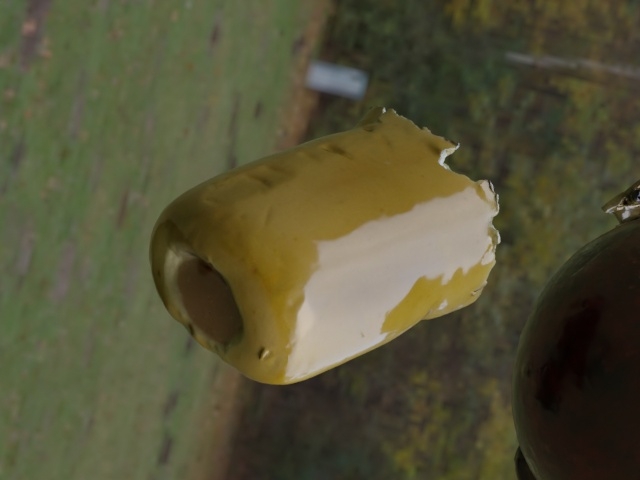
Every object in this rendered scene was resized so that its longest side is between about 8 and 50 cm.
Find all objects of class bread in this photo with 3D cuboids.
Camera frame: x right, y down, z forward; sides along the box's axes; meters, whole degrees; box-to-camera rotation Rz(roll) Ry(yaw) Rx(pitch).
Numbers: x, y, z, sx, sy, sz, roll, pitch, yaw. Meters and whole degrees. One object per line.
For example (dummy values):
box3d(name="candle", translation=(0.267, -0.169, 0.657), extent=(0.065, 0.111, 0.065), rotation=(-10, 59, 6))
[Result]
box3d(name="bread", translation=(0.001, -0.001, 0.953), extent=(0.173, 0.134, 0.085), rotation=(-24, 143, -31))

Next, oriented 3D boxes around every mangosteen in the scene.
box3d(name="mangosteen", translation=(0.207, 0.100, 1.050), extent=(0.257, 0.215, 0.215), rotation=(135, -27, -59))

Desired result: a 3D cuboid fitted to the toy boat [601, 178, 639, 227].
box3d(name="toy boat", translation=(0.372, -0.067, 1.692), extent=(0.064, 0.206, 0.072), rotation=(60, 0, 19))
